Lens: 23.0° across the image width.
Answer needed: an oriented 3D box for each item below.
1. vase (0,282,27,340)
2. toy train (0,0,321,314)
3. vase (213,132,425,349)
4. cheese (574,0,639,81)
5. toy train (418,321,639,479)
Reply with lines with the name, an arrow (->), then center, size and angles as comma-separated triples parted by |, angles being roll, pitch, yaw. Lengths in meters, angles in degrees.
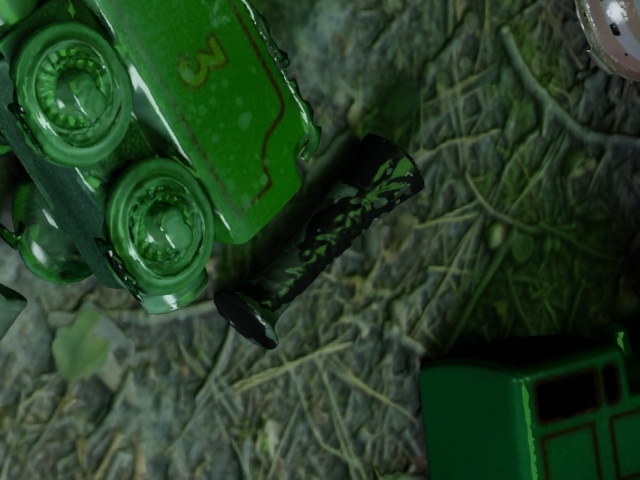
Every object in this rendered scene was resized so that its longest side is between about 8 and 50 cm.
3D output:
vase -> -0.263, 0.112, 0.921 | 0.096, 0.096, 0.219 | 28, 86, -37
toy train -> -0.120, -0.081, 0.960 | 0.188, 0.132, 0.243 | -45, 122, -29
vase -> 0.000, 0.000, 1.103 | 0.167, 0.059, 0.059 | -47, 123, -18
cheese -> 0.242, -0.237, 1.215 | 0.189, 0.074, 0.286 | -53, 124, -16
toy train -> 0.229, 0.184, 1.247 | 0.429, 0.178, 0.249 | -11, 94, -35
